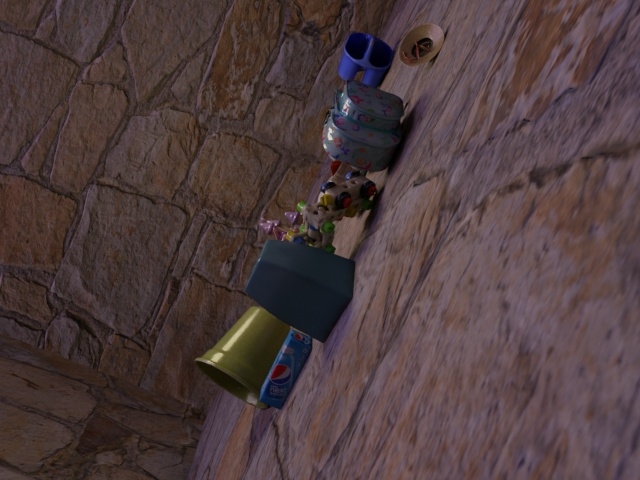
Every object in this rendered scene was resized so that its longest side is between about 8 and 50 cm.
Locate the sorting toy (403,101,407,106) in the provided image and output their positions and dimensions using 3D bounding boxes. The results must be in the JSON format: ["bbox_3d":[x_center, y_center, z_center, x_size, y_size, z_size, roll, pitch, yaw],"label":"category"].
[{"bbox_3d":[0.253,-0.406,1.566,0.083,0.012,0.062,-113,48,-80],"label":"sorting toy"}]

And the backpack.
[{"bbox_3d":[0.122,-0.319,1.409,0.191,0.225,0.253,115,170,-47],"label":"backpack"}]

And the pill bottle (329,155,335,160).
[{"bbox_3d":[0.101,-0.424,2.111,0.283,0.161,0.160,-83,19,-65],"label":"pill bottle"}]

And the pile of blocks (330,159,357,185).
[{"bbox_3d":[0.121,-0.349,1.775,0.362,0.113,0.149,-59,7,-5],"label":"pile of blocks"}]

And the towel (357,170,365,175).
[{"bbox_3d":[0.140,-0.227,1.776,0.113,0.023,0.151,-97,30,-80],"label":"towel"}]

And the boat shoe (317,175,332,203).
[{"bbox_3d":[0.063,-0.202,1.912,0.096,0.098,0.277,123,170,-52],"label":"boat shoe"}]

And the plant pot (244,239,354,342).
[{"bbox_3d":[-0.057,0.108,1.255,0.165,0.234,0.165,-80,16,-60],"label":"plant pot"}]

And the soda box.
[{"bbox_3d":[-0.097,0.357,1.387,0.071,0.067,0.210,-94,28,-74],"label":"soda box"}]

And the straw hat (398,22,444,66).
[{"bbox_3d":[0.308,-0.567,1.490,0.061,0.145,0.144,29,-97,-55],"label":"straw hat"}]

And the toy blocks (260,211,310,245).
[{"bbox_3d":[-0.135,0.004,2.017,0.288,0.260,0.308,-101,36,-76],"label":"toy blocks"}]

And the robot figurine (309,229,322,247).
[{"bbox_3d":[0.000,0.000,1.830,0.115,0.067,0.101,-67,20,-11],"label":"robot figurine"}]

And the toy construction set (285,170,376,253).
[{"bbox_3d":[0.048,-0.076,1.393,0.328,0.151,0.214,-44,-26,-46],"label":"toy construction set"}]

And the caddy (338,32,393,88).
[{"bbox_3d":[0.226,-0.900,2.450,0.179,0.242,0.341,113,175,-45],"label":"caddy"}]

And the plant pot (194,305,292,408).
[{"bbox_3d":[-0.225,0.367,1.641,0.253,0.276,0.276,-56,2,-28],"label":"plant pot"}]

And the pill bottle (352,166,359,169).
[{"bbox_3d":[0.145,-0.273,1.611,0.160,0.087,0.087,-150,84,-82],"label":"pill bottle"}]
